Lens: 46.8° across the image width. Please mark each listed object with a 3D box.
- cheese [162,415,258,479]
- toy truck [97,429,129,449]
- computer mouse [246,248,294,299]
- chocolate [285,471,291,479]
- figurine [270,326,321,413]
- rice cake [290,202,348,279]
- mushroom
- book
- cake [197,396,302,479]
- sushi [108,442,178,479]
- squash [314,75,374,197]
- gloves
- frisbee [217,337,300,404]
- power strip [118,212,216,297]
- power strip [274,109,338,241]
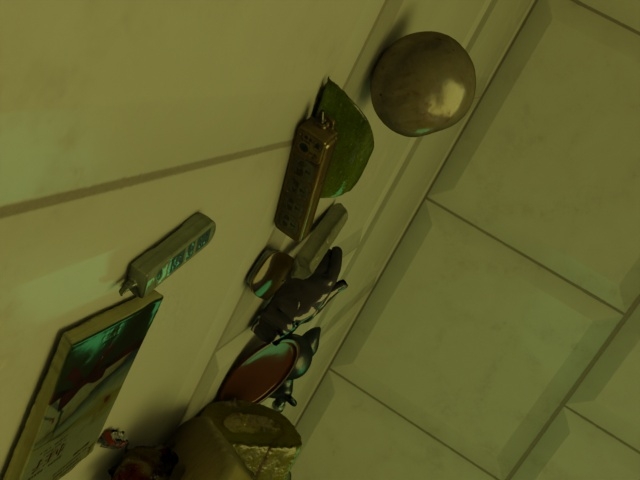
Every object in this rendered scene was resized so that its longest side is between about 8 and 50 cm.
[{"bbox_3d":[-0.293,0.506,1.371,0.384,0.104,0.384,-33,-167,9],"label":"cheese"},{"bbox_3d":[-0.330,0.321,1.187,0.032,0.024,0.083,-34,164,-5],"label":"toy truck"},{"bbox_3d":[-0.095,0.069,1.480,0.102,0.044,0.199,-56,169,-4],"label":"computer mouse"},{"bbox_3d":[-0.218,0.709,2.197,0.186,0.283,0.284,-73,-176,-48],"label":"chocolate"},{"bbox_3d":[-0.104,0.367,2.018,0.193,0.140,0.265,-14,113,-50],"label":"figurine"},{"bbox_3d":[0.000,0.000,1.638,0.057,0.052,0.256,-52,-178,38],"label":"rice cake"},{"bbox_3d":[0.200,-0.310,1.424,0.206,0.206,0.209,110,-6,-46],"label":"mushroom"},{"bbox_3d":[-0.311,0.207,0.956,0.290,0.026,0.201,-63,169,20],"label":"book"},{"bbox_3d":[-0.187,0.473,1.717,0.260,0.179,0.156,17,103,-33],"label":"cake"},{"bbox_3d":[-0.317,0.407,1.276,0.103,0.097,0.226,-58,176,-2],"label":"sushi"},{"bbox_3d":[0.053,-0.194,1.289,0.169,0.093,0.252,-47,164,-41],"label":"squash"},{"bbox_3d":[-0.038,0.124,1.675,0.286,0.142,0.119,-55,-164,-22],"label":"gloves"},{"bbox_3d":[-0.151,0.332,1.815,0.250,0.021,0.251,-33,149,-23],"label":"frisbee"},{"bbox_3d":[-0.194,0.019,0.952,0.191,0.030,0.048,-47,163,-48],"label":"power strip"},{"bbox_3d":[-0.027,-0.102,1.263,0.044,0.064,0.305,-44,162,-38],"label":"power strip"}]
